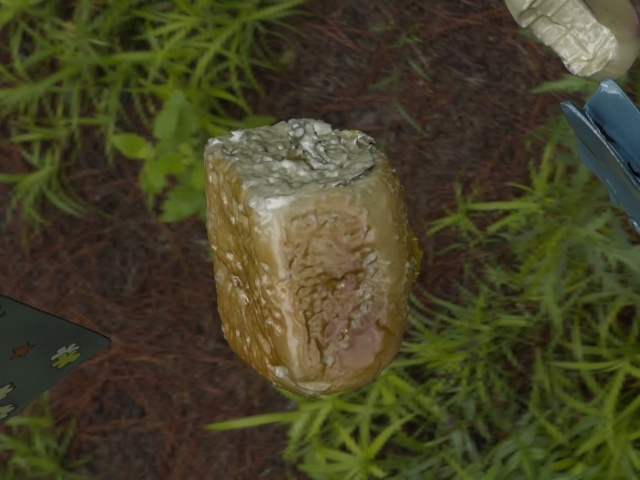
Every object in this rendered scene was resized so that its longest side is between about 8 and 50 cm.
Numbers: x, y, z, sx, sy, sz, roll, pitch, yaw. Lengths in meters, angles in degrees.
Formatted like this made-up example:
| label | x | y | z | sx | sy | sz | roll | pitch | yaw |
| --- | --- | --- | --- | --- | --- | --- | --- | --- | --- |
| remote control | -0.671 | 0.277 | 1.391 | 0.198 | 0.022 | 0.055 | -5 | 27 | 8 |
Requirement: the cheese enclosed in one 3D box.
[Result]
| label | x | y | z | sx | sy | sz | roll | pitch | yaw |
| --- | --- | --- | --- | --- | --- | --- | --- | --- | --- |
| cheese | 0.257 | -0.303 | 1.528 | 0.286 | 0.163 | 0.082 | 35 | 127 | -13 |

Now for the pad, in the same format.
| label | x | y | z | sx | sy | sz | roll | pitch | yaw |
| --- | --- | --- | --- | --- | --- | --- | --- | --- | --- |
| pad | -0.228 | 0.086 | 0.735 | 0.170 | 0.245 | 0.006 | -38 | 71 | 3 |

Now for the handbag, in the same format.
| label | x | y | z | sx | sy | sz | roll | pitch | yaw |
| --- | --- | --- | --- | --- | --- | --- | --- | --- | --- |
| handbag | 0.326 | -0.046 | 1.297 | 0.057 | 0.144 | 0.221 | -31 | 60 | -3 |

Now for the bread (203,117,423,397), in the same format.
| label | x | y | z | sx | sy | sz | roll | pitch | yaw |
| --- | --- | --- | --- | --- | --- | --- | --- | --- | --- |
| bread | 0.000 | 0.000 | 1.180 | 0.195 | 0.176 | 0.246 | 37 | 139 | 55 |
